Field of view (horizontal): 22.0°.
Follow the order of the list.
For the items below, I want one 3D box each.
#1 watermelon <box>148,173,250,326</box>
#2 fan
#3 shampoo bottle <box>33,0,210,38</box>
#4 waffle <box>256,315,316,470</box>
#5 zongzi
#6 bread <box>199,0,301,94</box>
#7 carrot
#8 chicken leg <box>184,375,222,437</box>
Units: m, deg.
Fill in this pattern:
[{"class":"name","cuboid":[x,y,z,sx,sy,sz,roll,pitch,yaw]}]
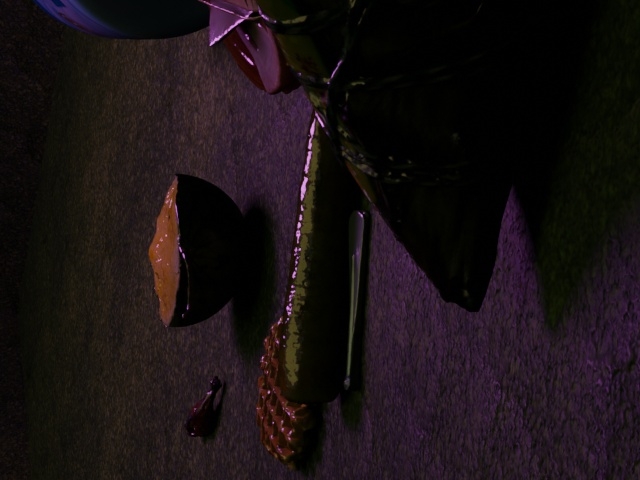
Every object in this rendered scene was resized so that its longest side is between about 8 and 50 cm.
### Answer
[{"class":"watermelon","cuboid":[-0.157,0.015,2.199,0.232,0.127,0.204,160,114,-73]},{"class":"fan","cuboid":[0.037,0.063,1.747,0.038,0.016,0.193,161,113,-69]},{"class":"shampoo bottle","cuboid":[-0.263,-0.448,2.326,0.342,0.331,0.331,-156,71,-70]},{"class":"waffle","cuboid":[-0.040,0.177,1.932,0.191,0.038,0.191,-175,90,-74]},{"class":"zongzi","cuboid":[0.063,-0.190,1.396,0.362,0.319,0.383,-121,21,-57]},{"class":"bread","cuboid":[-0.067,-0.275,1.880,0.224,0.142,0.212,34,147,57]},{"class":"carrot","cuboid":[0.000,0.000,1.791,0.074,0.074,0.358,172,103,-73]},{"class":"chicken leg","cuboid":[-0.164,0.241,2.340,0.145,0.037,0.062,125,159,-62]}]
